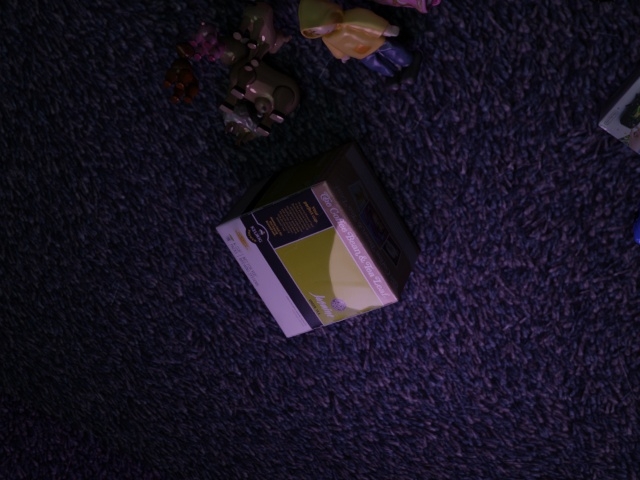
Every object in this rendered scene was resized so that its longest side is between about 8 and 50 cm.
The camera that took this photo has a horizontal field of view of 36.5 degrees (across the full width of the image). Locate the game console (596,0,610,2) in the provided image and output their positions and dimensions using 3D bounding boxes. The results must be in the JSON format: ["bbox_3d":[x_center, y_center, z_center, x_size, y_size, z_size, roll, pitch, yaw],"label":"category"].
[{"bbox_3d":[0.532,-0.519,1.835,0.107,0.071,0.122,-9,121,-7],"label":"game console"}]

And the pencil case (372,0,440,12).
[{"bbox_3d":[0.056,-0.548,1.919,0.386,0.167,0.160,10,96,17],"label":"pencil case"}]

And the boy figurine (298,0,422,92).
[{"bbox_3d":[0.079,-0.405,1.953,0.285,0.092,0.177,24,157,-36],"label":"boy figurine"}]

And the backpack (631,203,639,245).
[{"bbox_3d":[0.695,-0.036,2.002,0.098,0.120,0.101,13,124,15],"label":"backpack"}]

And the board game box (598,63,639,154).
[{"bbox_3d":[0.733,-0.235,1.880,0.303,0.097,0.224,34,127,-2],"label":"board game box"}]

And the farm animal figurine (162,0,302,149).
[{"bbox_3d":[-0.158,-0.377,2.106,0.330,0.172,0.327,-16,132,44],"label":"farm animal figurine"}]

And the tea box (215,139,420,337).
[{"bbox_3d":[0.000,0.000,2.243,0.324,0.220,0.329,-20,112,31],"label":"tea box"}]
